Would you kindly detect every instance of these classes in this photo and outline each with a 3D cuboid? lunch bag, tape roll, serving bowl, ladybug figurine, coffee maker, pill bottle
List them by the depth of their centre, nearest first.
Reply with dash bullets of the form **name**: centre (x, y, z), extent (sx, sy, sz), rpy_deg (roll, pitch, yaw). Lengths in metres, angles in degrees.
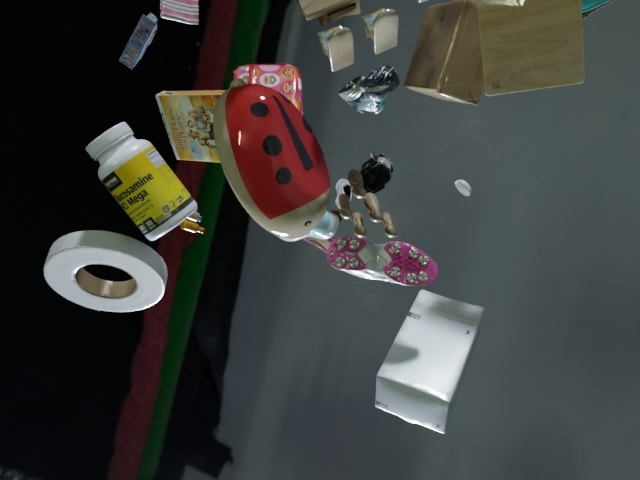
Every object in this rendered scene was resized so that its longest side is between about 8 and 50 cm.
- **ladybug figurine**: centre (-0.109, -0.219, 1.493), extent (0.305, 0.162, 0.449), rpy_deg (-45, -67, -43)
- **pill bottle**: centre (-0.545, -0.181, 1.722), extent (0.334, 0.188, 0.188), rpy_deg (54, -149, -14)
- **lunch bag**: centre (-0.187, -0.435, 1.819), extent (0.120, 0.258, 0.293), rpy_deg (97, 172, -57)
- **tape roll**: centre (-0.710, 0.112, 1.893), extent (0.392, 0.391, 0.072), rpy_deg (88, -179, -52)
- **coffee maker**: centre (0.205, -0.246, 2.219), extent (0.171, 0.120, 0.178), rpy_deg (-56, 2, 22)
- **serving bowl**: centre (0.613, -0.229, 2.418), extent (0.027, 0.083, 0.083), rpy_deg (-40, -20, -8)

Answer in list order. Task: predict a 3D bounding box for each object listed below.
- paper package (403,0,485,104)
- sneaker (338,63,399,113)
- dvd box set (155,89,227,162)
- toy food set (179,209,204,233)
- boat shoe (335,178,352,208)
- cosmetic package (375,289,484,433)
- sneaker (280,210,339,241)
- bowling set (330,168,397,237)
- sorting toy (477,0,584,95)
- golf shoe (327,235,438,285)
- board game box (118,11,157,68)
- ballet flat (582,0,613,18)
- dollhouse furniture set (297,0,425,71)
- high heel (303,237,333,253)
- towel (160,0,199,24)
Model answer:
- **paper package**: centre (0.446, -0.631, 1.906), extent (0.325, 0.168, 0.310), rpy_deg (-124, 49, -70)
- **sneaker**: centre (0.179, -0.475, 1.822), extent (0.110, 0.122, 0.283), rpy_deg (-48, 23, -13)
- **dvd box set**: centre (-0.490, -0.481, 2.406), extent (0.062, 0.420, 0.308), rpy_deg (-46, -46, -44)
- **toy food set**: centre (-0.567, -0.101, 2.320), extent (0.104, 0.232, 0.111), rpy_deg (23, -96, -48)
- **boat shoe**: centre (0.095, -0.191, 2.165), extent (0.063, 0.066, 0.184), rpy_deg (-47, 14, 31)
- **cosmetic package**: centre (0.326, 0.342, 1.668), extent (0.385, 0.217, 0.156), rpy_deg (-53, -30, -46)
- **sneaker**: centre (-0.095, -0.082, 2.012), extent (0.150, 0.366, 0.135), rpy_deg (27, -108, -33)
- **bowling set**: centre (0.126, -0.080, 1.963), extent (0.287, 0.200, 0.154), rpy_deg (46, -161, -28)
- **sorting toy**: centre (0.582, -0.549, 1.563), extent (0.089, 0.257, 0.256), rpy_deg (-38, -58, -58)
- **golf shoe**: centre (0.173, 0.061, 1.587), extent (0.140, 0.306, 0.115), rpy_deg (73, -148, -76)
- **board game box**: centre (-0.668, -0.777, 2.148), extent (0.194, 0.060, 0.194), rpy_deg (-45, 22, 35)
- **ballet flat**: centre (0.809, -0.790, 1.908), extent (0.164, 0.482, 0.182), rpy_deg (56, -167, -26)
- **dollhouse furniture set**: centre (0.120, -0.724, 1.500), extent (0.256, 0.394, 0.362), rpy_deg (75, 172, -68)
- **high heel**: centre (0.000, 0.000, 2.393), extent (0.244, 0.117, 0.082), rpy_deg (43, -99, -32)
- **towel**: centre (-0.516, -0.905, 2.088), extent (0.029, 0.144, 0.197), rpy_deg (5, 95, 60)
